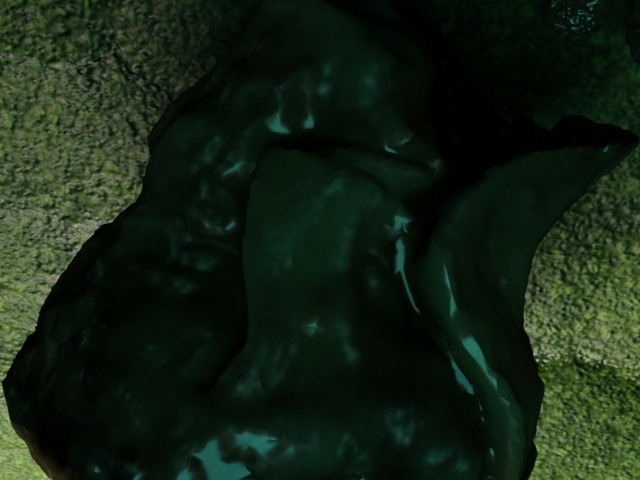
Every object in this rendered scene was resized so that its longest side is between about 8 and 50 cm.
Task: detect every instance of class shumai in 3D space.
[{"bbox_3d":[0.000,0.000,0.593,0.395,0.395,0.348,12,102,-3],"label":"shumai"}]

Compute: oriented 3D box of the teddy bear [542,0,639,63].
[{"bbox_3d":[0.205,-0.196,0.545,0.119,0.078,0.160,30,140,26],"label":"teddy bear"}]
